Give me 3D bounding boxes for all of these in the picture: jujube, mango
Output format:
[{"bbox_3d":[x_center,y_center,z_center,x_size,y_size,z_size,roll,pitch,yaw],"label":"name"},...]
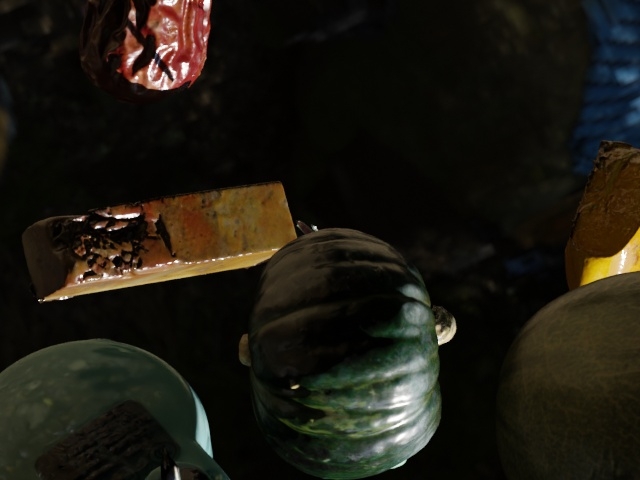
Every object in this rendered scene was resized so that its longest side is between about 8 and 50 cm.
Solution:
[{"bbox_3d":[-0.199,-0.275,1.835,0.155,0.230,0.155,10,-159,-4],"label":"jujube"},{"bbox_3d":[0.422,-0.012,2.251,0.126,0.252,0.154,18,-169,23],"label":"mango"}]

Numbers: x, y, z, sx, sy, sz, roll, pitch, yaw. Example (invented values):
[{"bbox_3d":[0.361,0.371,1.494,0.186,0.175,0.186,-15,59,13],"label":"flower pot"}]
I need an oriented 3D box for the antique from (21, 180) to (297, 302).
[{"bbox_3d":[-0.180,0.000,1.777,0.310,0.087,0.093,-9,170,-37],"label":"antique"}]

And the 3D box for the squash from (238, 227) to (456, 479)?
[{"bbox_3d":[0.020,0.093,1.299,0.172,0.218,0.218,8,178,10],"label":"squash"}]

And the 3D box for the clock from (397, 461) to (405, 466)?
[{"bbox_3d":[0.029,0.193,1.543,0.101,0.041,0.135,17,-177,19],"label":"clock"}]

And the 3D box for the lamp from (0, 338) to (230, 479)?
[{"bbox_3d":[-0.179,0.193,1.296,0.209,0.147,0.284,-33,-144,-24],"label":"lamp"}]

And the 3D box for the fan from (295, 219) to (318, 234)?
[{"bbox_3d":[0.000,0.000,1.738,0.005,0.085,0.133,-47,164,-7],"label":"fan"}]

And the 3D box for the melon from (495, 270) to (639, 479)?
[{"bbox_3d":[0.266,0.139,1.060,0.302,0.237,0.237,14,-176,16],"label":"melon"}]
